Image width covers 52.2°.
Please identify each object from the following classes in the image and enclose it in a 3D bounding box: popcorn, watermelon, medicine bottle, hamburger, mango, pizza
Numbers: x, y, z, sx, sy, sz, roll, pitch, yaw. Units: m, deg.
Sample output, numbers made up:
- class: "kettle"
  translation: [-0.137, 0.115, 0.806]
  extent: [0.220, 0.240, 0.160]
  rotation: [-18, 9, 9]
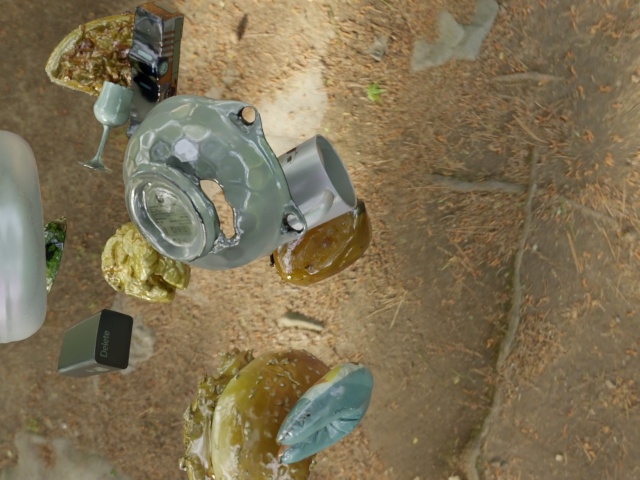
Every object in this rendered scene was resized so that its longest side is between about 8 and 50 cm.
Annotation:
- class: "popcorn"
  translation: [-0.498, 0.065, 1.889]
  extent: [0.265, 0.332, 0.225]
  rotation: [44, 67, -6]
- class: "watermelon"
  translation: [-0.472, 0.038, 1.072]
  extent: [0.163, 0.068, 0.087]
  rotation: [-59, 34, 21]
- class: "medicine bottle"
  translation: [-0.488, 0.003, 0.728]
  extent: [0.256, 0.324, 0.256]
  rotation: [13, 104, 63]
- class: "hamburger"
  translation: [-0.149, 0.387, 1.403]
  extent: [0.287, 0.446, 0.268]
  rotation: [41, 136, -15]
- class: "mango"
  translation: [0.000, 0.000, 1.653]
  extent: [0.287, 0.152, 0.201]
  rotation: [-40, 93, 1]
- class: "pizza"
  translation: [-0.495, -0.438, 1.598]
  extent: [0.226, 0.335, 0.086]
  rotation: [61, 152, -3]

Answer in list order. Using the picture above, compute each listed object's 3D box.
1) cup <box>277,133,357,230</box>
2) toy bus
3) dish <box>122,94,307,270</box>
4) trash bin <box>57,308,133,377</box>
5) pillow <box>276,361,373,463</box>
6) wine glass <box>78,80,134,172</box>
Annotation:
- class: "cup"
  translation: [-0.029, -0.067, 1.064]
  extent: [0.141, 0.134, 0.174]
  rotation: [-26, 57, 17]
- class: "toy bus"
  translation: [-0.390, -0.347, 1.525]
  extent: [0.093, 0.092, 0.409]
  rotation: [30, 132, 13]
- class: "dish"
  translation: [-0.182, -0.060, 0.934]
  extent: [0.302, 0.120, 0.303]
  rotation: [19, 130, 24]
- class: "trash bin"
  translation: [-0.684, 0.318, 1.968]
  extent: [0.225, 0.115, 0.165]
  rotation: [-20, 58, 35]
- class: "pillow"
  translation: [0.008, 0.311, 1.169]
  extent: [0.214, 0.233, 0.086]
  rotation: [-36, 67, -22]
- class: "wine glass"
  translation: [-0.479, -0.257, 1.470]
  extent: [0.079, 0.079, 0.196]
  rotation: [22, 97, 19]
